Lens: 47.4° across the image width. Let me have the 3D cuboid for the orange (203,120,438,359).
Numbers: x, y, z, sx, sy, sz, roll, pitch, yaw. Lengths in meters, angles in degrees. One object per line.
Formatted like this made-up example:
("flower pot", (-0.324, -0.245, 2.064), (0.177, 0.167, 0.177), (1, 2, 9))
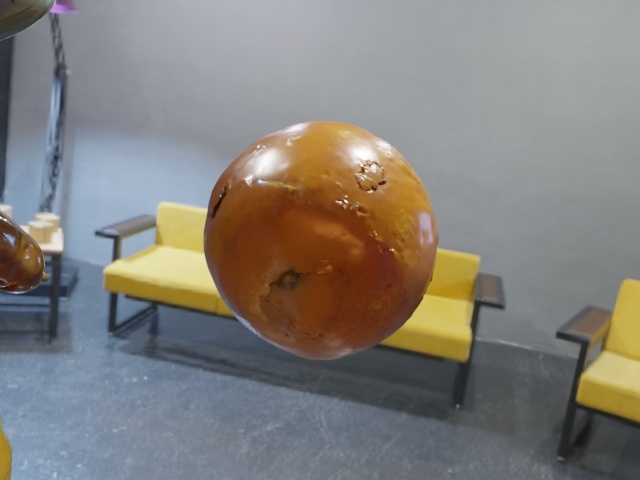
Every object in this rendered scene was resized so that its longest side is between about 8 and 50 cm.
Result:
("orange", (0.000, 0.000, 0.760), (0.246, 0.246, 0.246), (8, 12, -2))

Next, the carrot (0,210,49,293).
("carrot", (-0.194, -0.045, 0.268), (0.059, 0.059, 0.248), (21, -22, 47))

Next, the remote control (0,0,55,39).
("remote control", (-0.371, -0.217, 0.686), (0.256, 0.097, 0.045), (-31, 21, -25))

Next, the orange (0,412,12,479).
("orange", (-0.220, 0.122, 0.344), (0.157, 0.156, 0.134), (18, 28, 40))
